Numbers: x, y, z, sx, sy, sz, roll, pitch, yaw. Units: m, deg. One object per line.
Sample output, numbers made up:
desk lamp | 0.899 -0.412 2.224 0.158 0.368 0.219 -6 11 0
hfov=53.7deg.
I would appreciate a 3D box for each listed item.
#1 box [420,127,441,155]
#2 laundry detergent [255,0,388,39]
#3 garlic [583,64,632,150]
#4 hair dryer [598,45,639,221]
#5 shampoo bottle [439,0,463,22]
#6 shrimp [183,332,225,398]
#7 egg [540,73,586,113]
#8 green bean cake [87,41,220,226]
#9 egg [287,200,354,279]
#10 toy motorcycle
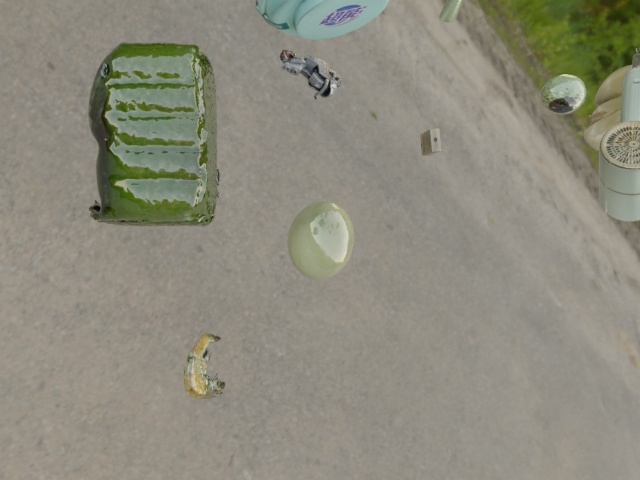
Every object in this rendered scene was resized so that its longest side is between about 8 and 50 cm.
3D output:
box | 0.254 -0.226 1.461 0.083 0.024 0.053 -161 -114 -84
laundry detergent | -0.007 -0.549 1.150 0.287 0.287 0.305 -12 83 -53
garlic | 0.764 -0.308 1.564 0.184 0.203 0.281 32 62 -20
hair dryer | 0.587 -0.224 1.175 0.173 0.107 0.357 58 44 -52
shampoo bottle | 0.375 -0.685 1.685 0.049 0.212 0.072 23 49 3
shrimp | -0.256 0.291 1.452 0.217 0.051 0.150 60 36 -67
egg | 0.522 -0.315 1.364 0.110 0.085 0.085 -13 79 -37
green bean cake | -0.302 -0.185 1.176 0.218 0.335 0.319 0 89 -6
egg | 0.000 0.000 2.062 0.219 0.219 0.269 -15 119 -53
toy motorcycle | -0.028 -0.498 1.912 0.215 0.080 0.123 17 47 -28
